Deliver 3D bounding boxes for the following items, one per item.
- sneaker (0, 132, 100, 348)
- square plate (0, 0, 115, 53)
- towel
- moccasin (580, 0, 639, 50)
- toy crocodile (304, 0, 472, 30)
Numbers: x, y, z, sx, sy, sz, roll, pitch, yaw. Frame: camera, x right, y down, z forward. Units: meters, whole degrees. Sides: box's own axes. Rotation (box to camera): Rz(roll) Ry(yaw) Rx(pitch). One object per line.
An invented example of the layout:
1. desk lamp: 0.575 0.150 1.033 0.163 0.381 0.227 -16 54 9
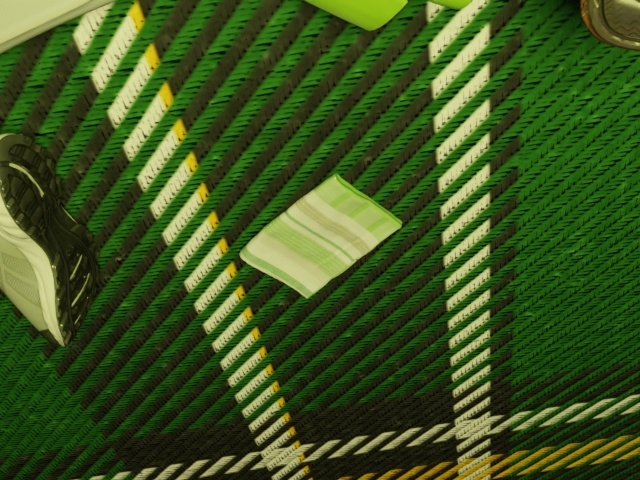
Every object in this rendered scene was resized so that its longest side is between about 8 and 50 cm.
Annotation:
1. sneaker: -0.302 0.004 0.790 0.108 0.100 0.271 2 134 12
2. square plate: -0.300 -0.214 0.506 0.344 0.049 0.347 -20 153 16
3. towel: 0.000 0.000 0.860 0.113 0.023 0.152 31 125 -34
4. moccasin: 0.232 -0.313 0.475 0.139 0.147 0.380 1 119 16
5. toy crocodile: 0.077 -0.253 0.488 0.115 0.105 0.340 10 150 -16
